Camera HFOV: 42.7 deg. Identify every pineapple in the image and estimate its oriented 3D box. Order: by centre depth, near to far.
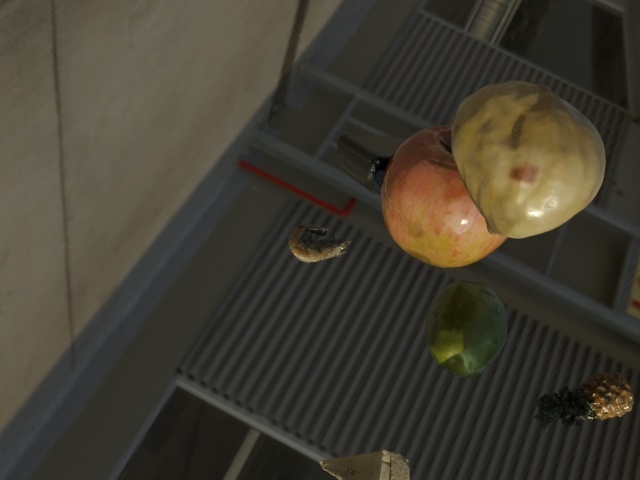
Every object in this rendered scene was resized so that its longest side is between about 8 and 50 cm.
[{"bbox_3d":[0.682,0.425,2.134,0.128,0.248,0.128,166,-90,-79],"label":"pineapple"}]

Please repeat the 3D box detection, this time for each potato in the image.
[{"bbox_3d":[0.388,0.230,2.184,0.216,0.216,0.304,-65,172,29],"label":"potato"}]

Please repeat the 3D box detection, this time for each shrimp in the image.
[{"bbox_3d":[0.000,0.000,2.465,0.223,0.126,0.047,-10,158,-35],"label":"shrimp"}]

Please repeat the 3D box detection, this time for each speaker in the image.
[{"bbox_3d":[0.226,-0.184,2.343,0.388,0.180,0.184,-1,118,-38],"label":"speaker"}]

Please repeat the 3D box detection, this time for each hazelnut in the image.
[{"bbox_3d":[0.320,-0.116,1.294,0.241,0.261,0.261,-55,179,26],"label":"hazelnut"}]

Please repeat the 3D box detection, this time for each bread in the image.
[{"bbox_3d":[0.070,0.407,1.345,0.152,0.077,0.105,-24,-132,39],"label":"bread"}]

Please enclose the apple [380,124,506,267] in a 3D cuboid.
[{"bbox_3d":[0.333,-0.105,2.071,0.364,0.364,0.364,-62,175,-9],"label":"apple"}]
